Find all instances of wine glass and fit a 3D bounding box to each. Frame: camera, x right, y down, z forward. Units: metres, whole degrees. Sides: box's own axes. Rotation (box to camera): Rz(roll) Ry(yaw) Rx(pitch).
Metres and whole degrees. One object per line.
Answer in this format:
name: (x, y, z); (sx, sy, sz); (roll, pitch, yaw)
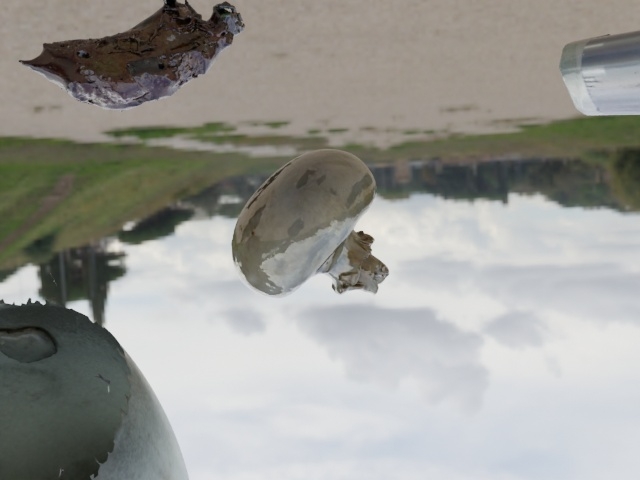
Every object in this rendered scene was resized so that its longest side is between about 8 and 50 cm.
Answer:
wine glass: (-0.149, 0.205, 0.661); (0.190, 0.357, 0.190); (-8, -138, 8)

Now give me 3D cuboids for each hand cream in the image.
hand cream: (0.252, -0.104, 0.628); (0.048, 0.079, 0.255); (-47, -152, -25)

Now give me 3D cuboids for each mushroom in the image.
mushroom: (0.000, 0.000, 0.546); (0.085, 0.079, 0.085); (-41, -166, 12)

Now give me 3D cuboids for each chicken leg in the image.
chicken leg: (-0.181, -0.192, 1.116); (0.234, 0.105, 0.063); (-33, 169, -25)
